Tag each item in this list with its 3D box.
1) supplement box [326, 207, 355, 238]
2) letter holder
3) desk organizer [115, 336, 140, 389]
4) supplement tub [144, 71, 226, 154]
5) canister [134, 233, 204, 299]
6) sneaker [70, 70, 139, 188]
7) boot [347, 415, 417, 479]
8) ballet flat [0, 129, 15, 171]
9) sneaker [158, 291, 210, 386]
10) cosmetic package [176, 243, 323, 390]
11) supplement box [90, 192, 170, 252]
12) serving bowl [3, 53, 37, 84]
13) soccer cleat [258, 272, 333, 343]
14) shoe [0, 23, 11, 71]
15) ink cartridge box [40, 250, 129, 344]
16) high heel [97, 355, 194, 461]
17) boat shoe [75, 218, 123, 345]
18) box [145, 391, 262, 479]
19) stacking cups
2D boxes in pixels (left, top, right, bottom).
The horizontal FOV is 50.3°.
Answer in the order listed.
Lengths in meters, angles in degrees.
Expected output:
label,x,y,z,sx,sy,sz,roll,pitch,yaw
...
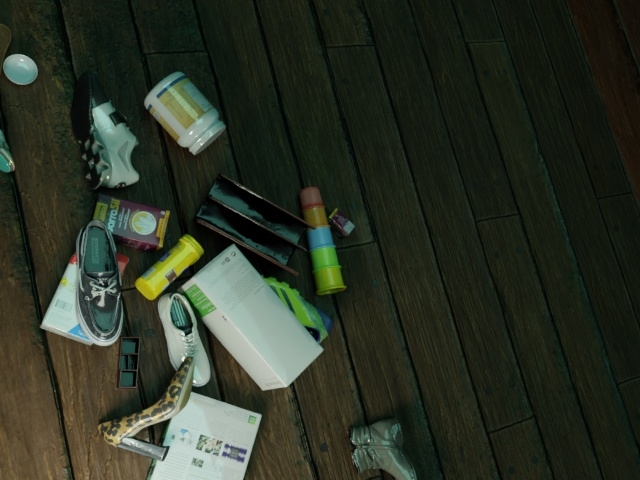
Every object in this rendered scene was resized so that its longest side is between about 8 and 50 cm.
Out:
label,x,y,z,sx,sy,sz,roll,pitch,yaw
supplement box,0.056,-0.051,2.065,0.083,0.055,0.043,44,61,-9
letter holder,-0.171,-0.044,1.844,0.302,0.214,0.152,30,87,-15
desk organizer,-0.482,0.307,1.711,0.047,0.050,0.130,7,73,-24
supplement tub,-0.375,-0.352,1.897,0.200,0.144,0.144,48,62,-6
canister,-0.396,0.072,1.779,0.073,0.126,0.170,47,64,-7
sneaker,-0.567,-0.290,1.819,0.146,0.122,0.330,-4,75,-45
boot,0.168,0.629,1.922,0.161,0.083,0.246,-13,75,-21
ballet flat,-0.846,-0.260,1.697,0.221,0.077,0.079,34,45,-13
sneaker,-0.353,0.256,1.763,0.094,0.091,0.258,-23,86,-29
cosmetic package,-0.187,0.208,1.799,0.155,0.197,0.365,-41,94,-28
supplement box,-0.502,-0.043,1.785,0.188,0.081,0.104,15,70,-21
serving bowl,-0.790,-0.446,1.792,0.083,0.027,0.083,9,73,-31
soccer cleat,-0.095,0.193,1.905,0.289,0.093,0.121,32,71,-14
shoe,-0.863,-0.458,1.752,0.058,0.076,0.219,6,69,23
ink cartridge box,-0.584,0.129,1.698,0.134,0.078,0.231,25,66,-18
high heel,-0.425,0.388,1.670,0.186,0.093,0.261,17,74,8
boat shoe,-0.526,0.098,1.631,0.108,0.102,0.301,-1,76,-26
box,-0.304,0.563,1.722,0.232,0.058,0.322,24,65,-17
stacking cups,0.000,0.000,2.015,0.096,0.096,0.316,-4,73,-26
